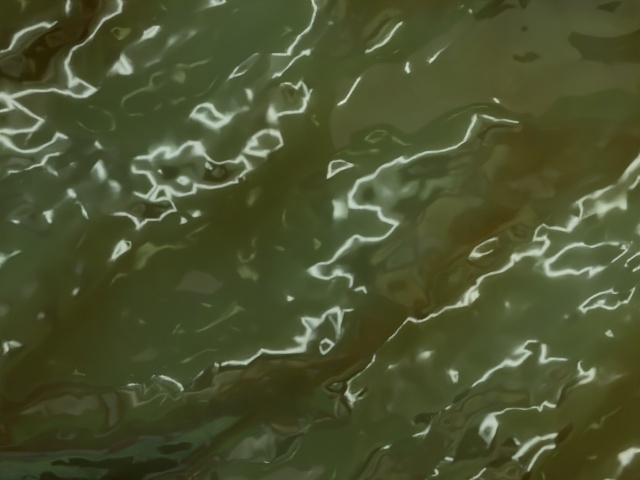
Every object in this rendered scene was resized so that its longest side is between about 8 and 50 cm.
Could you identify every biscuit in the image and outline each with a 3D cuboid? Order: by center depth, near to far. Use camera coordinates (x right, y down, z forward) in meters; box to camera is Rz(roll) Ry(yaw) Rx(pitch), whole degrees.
[{"bbox_3d":[0.000,0.000,0.369,0.290,0.237,0.062,-43,12,5],"label":"biscuit"}]
